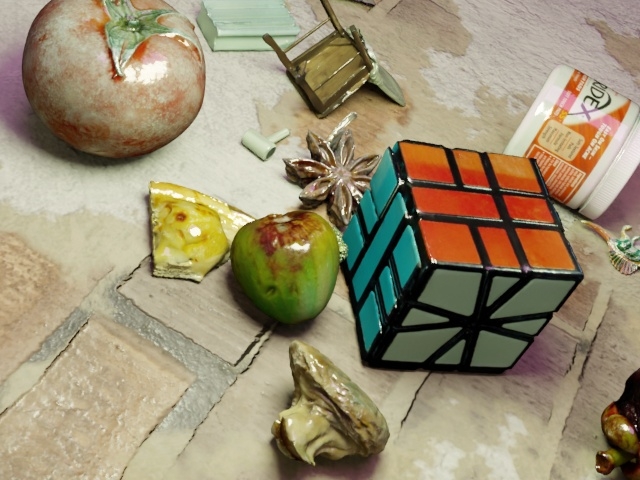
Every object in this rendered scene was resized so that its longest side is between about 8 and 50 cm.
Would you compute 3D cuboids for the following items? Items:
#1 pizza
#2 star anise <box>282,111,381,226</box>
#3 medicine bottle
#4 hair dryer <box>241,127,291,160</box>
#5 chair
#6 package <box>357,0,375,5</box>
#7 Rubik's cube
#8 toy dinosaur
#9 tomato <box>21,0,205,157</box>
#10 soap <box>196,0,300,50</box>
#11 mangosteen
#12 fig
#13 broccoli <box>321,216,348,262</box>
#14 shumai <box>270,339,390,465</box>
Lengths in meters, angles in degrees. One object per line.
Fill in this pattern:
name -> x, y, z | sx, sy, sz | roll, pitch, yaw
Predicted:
pizza -> -0.194, -0.021, 1.628 | 0.204, 0.080, 0.188 | 11, 46, -16
star anise -> 0.034, -0.129, 1.827 | 0.230, 0.081, 0.262 | 12, 56, -12
medicine bottle -> 0.531, -0.206, 1.998 | 0.241, 0.252, 0.252 | 31, 44, 5
hair dryer -> -0.095, -0.202, 1.876 | 0.063, 0.038, 0.124 | 38, 40, 13
chair -> 0.036, -0.355, 2.012 | 0.186, 0.319, 0.160 | -39, 62, 5
package -> 0.015, -0.633, 2.328 | 0.239, 0.030, 0.154 | 7, 49, -19
Rubik's cube -> 0.219, 0.032, 1.615 | 0.293, 0.288, 0.283 | 9, 47, -19
toy dinosaur -> 0.623, 0.023, 1.979 | 0.187, 0.044, 0.106 | 16, 60, -11
tomato -> -0.355, -0.296, 1.668 | 0.317, 0.282, 0.316 | 15, 45, -16
soap -> -0.155, -0.463, 2.070 | 0.198, 0.063, 0.114 | -7, 54, -29
mangosteen -> 0.555, 0.314, 1.576 | 0.250, 0.211, 0.211 | -29, 61, -6
fig -> -0.050, 0.042, 1.575 | 0.181, 0.181, 0.191 | -4, 78, -27
broccoli -> 0.000, 0.000, 1.683 | 0.095, 0.092, 0.097 | -6, 51, 7
shumai -> -0.001, 0.259, 1.424 | 0.153, 0.161, 0.209 | -45, 108, -16
